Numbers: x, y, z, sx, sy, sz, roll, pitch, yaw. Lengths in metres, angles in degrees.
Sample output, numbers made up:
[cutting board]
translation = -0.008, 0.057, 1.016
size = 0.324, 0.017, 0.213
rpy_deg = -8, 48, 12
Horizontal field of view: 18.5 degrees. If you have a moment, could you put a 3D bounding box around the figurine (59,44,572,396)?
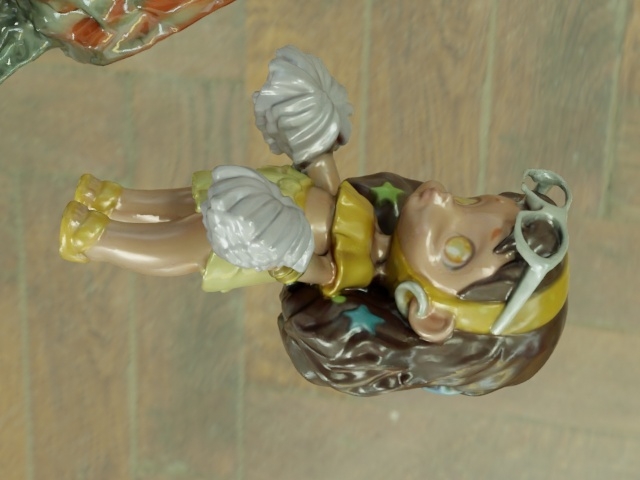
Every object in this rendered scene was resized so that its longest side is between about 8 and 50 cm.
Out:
[figurine]
translation = 0.001, 0.001, 0.928
size = 0.240, 0.174, 0.115
rpy_deg = 18, 122, -3

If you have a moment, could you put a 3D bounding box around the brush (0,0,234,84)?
[brush]
translation = -0.035, -0.122, 0.689
size = 0.323, 0.070, 0.051
rpy_deg = -31, 138, 21
